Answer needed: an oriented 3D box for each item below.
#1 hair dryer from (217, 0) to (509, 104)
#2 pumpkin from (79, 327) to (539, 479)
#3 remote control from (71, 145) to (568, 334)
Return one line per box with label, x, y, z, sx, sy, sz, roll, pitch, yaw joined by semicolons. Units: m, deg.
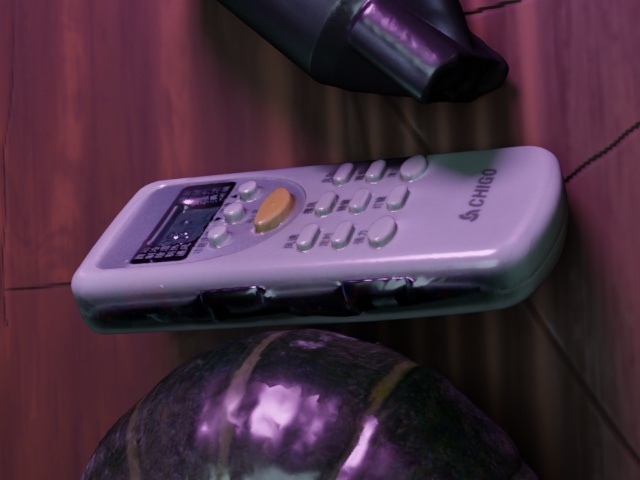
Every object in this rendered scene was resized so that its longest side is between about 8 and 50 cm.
hair dryer;0.060;-0.240;0.912;0.244;0.116;0.302;39;96;16
pumpkin;-0.005;0.200;0.871;0.300;0.207;0.300;4;103;19
remote control;0.000;0.000;0.907;0.296;0.140;0.056;-5;122;23
